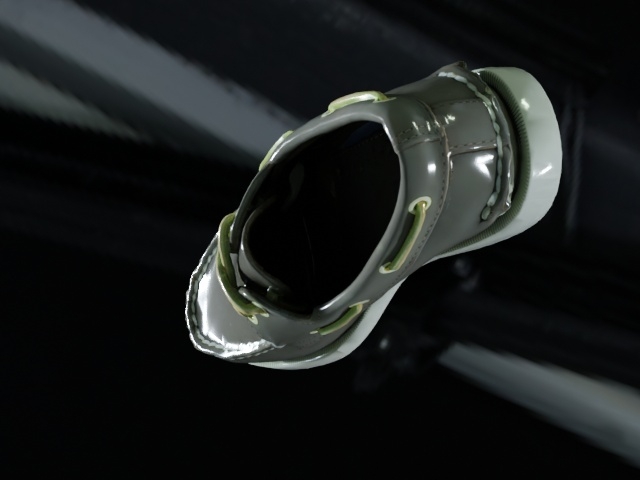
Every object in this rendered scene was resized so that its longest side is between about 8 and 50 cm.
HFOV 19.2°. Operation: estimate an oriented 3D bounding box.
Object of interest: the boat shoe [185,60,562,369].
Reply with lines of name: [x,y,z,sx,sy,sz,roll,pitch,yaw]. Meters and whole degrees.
boat shoe: [-0.001,-0.004,0.977,0.305,0.091,0.109,-34,-112,53]
